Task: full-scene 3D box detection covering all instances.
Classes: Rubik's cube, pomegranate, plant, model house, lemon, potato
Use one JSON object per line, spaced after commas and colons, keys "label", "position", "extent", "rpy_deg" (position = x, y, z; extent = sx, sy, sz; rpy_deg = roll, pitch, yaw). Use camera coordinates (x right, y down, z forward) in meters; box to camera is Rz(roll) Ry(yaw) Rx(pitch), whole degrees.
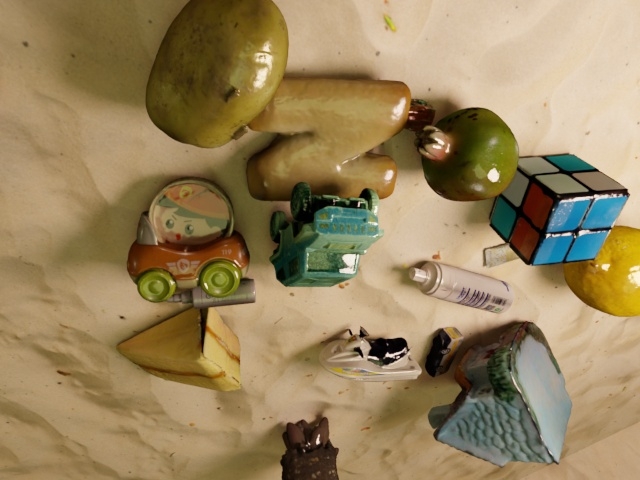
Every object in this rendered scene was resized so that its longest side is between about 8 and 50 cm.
{"label": "Rubik's cube", "position": [0.499, -0.069, 0.901], "extent": [0.167, 0.180, 0.183], "rpy_deg": [-4, 125, -11]}
{"label": "pomegranate", "position": [0.256, -0.160, 0.762], "extent": [0.210, 0.180, 0.180], "rpy_deg": [11, 123, -37]}
{"label": "plant", "position": [-0.023, 0.676, 1.242], "extent": [0.194, 0.320, 0.181], "rpy_deg": [1, 110, -7]}
{"label": "model house", "position": [0.504, 0.447, 1.246], "extent": [0.339, 0.297, 0.360], "rpy_deg": [-31, 175, 39]}
{"label": "lemon", "position": [0.749, 0.076, 1.044], "extent": [0.236, 0.236, 0.263], "rpy_deg": [-39, 113, 15]}
{"label": "potato", "position": [-0.146, -0.242, 0.600], "extent": [0.149, 0.197, 0.228], "rpy_deg": [8, 114, -44]}

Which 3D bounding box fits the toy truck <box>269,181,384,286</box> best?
{"label": "toy truck", "position": [0.000, 0.000, 0.787], "extent": [0.155, 0.156, 0.279], "rpy_deg": [2, 165, -20]}

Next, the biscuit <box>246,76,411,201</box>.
{"label": "biscuit", "position": [0.009, -0.172, 0.754], "extent": [0.291, 0.062, 0.236], "rpy_deg": [0, 127, -8]}

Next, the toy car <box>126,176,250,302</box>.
{"label": "toy car", "position": [-0.251, -0.011, 0.791], "extent": [0.235, 0.145, 0.235], "rpy_deg": [-3, 107, -11]}

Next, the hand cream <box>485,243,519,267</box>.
{"label": "hand cream", "position": [0.518, 0.021, 1.061], "extent": [0.195, 0.042, 0.067], "rpy_deg": [-18, 130, 4]}

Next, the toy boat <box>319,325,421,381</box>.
{"label": "toy boat", "position": [0.137, 0.306, 1.116], "extent": [0.270, 0.140, 0.140], "rpy_deg": [16, 120, -22]}

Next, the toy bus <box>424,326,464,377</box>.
{"label": "toy bus", "position": [0.367, 0.334, 1.245], "extent": [0.072, 0.057, 0.172], "rpy_deg": [-7, 128, -21]}

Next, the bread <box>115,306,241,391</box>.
{"label": "bread", "position": [-0.328, 0.291, 0.961], "extent": [0.264, 0.163, 0.167], "rpy_deg": [-27, 129, 7]}

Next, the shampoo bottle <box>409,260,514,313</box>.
{"label": "shampoo bottle", "position": [0.350, 0.115, 1.056], "extent": [0.303, 0.092, 0.092], "rpy_deg": [16, 120, -23]}

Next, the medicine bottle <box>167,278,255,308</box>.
{"label": "medicine bottle", "position": [-0.245, 0.121, 0.922], "extent": [0.199, 0.057, 0.057], "rpy_deg": [-4, 127, -11]}

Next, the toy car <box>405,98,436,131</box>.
{"label": "toy car", "position": [0.151, -0.234, 0.775], "extent": [0.122, 0.035, 0.059], "rpy_deg": [1, 129, -18]}
